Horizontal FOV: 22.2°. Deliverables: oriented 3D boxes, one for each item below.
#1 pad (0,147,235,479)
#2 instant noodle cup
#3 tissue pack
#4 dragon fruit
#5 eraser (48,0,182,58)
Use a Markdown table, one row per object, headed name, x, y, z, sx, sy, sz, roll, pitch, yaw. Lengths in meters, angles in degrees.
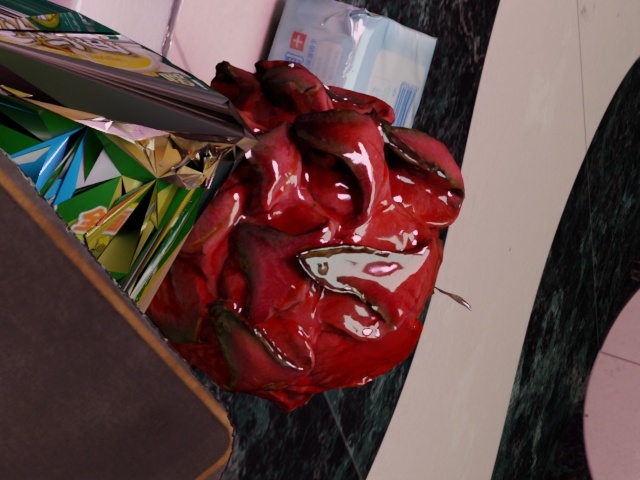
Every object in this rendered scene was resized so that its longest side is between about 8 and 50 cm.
| name | x | y | z | sx | sy | sz | roll | pitch | yaw |
| --- | --- | --- | --- | --- | --- | --- | --- | --- | --- |
| pad | -0.214 | 0.085 | 0.541 | 0.315 | 0.063 | 0.375 | -38 | 131 | 0 |
| instant noodle cup | -0.164 | -0.010 | 0.681 | 0.178 | 0.240 | 0.240 | -66 | 162 | 14 |
| tissue pack | -0.004 | -0.049 | 1.252 | 0.177 | 0.089 | 0.263 | 3 | 106 | -68 |
| dragon fruit | 0.000 | 0.000 | 1.052 | 0.293 | 0.233 | 0.234 | 13 | 96 | -37 |
| eraser | -0.157 | -0.034 | 0.860 | 0.130 | 0.086 | 0.287 | -4 | 110 | -70 |
